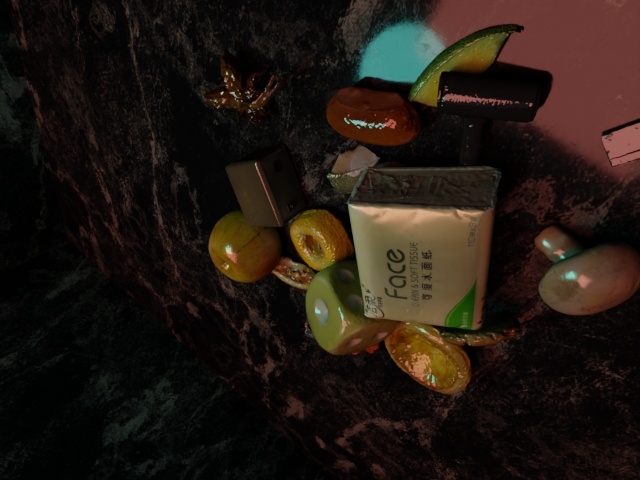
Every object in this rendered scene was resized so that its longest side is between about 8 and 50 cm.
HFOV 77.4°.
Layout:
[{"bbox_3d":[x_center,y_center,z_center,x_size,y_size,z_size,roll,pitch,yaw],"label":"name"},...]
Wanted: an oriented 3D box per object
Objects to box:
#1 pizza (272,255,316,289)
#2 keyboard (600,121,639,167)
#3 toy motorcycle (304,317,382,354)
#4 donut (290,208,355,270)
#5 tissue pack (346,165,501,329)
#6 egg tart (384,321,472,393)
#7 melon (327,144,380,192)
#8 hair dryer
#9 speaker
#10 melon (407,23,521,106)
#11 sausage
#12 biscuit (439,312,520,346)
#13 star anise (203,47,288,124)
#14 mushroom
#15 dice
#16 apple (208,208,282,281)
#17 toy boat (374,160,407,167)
[{"bbox_3d":[-0.107,0.132,1.600,0.271,0.056,0.134,27,143,21],"label":"pizza"},{"bbox_3d":[0.655,-0.207,0.728,0.231,0.023,0.072,-20,100,46],"label":"keyboard"},{"bbox_3d":[0.080,0.357,1.560,0.326,0.147,0.221,13,151,25],"label":"toy motorcycle"},{"bbox_3d":[0.002,0.001,1.375,0.253,0.118,0.253,37,150,26],"label":"donut"},{"bbox_3d":[0.267,0.026,1.033,0.332,0.205,0.404,5,130,22],"label":"tissue pack"},{"bbox_3d":[0.366,0.361,1.330,0.319,0.128,0.318,24,135,27],"label":"egg tart"},{"bbox_3d":[0.073,-0.197,1.161,0.202,0.140,0.093,-44,67,51],"label":"melon"},{"bbox_3d":[0.355,-0.251,0.898,0.197,0.089,0.251,11,144,16],"label":"hair dryer"},{"bbox_3d":[-0.180,-0.181,1.344,0.193,0.153,0.230,2,122,40],"label":"speaker"},{"bbox_3d":[0.306,-0.372,0.871,0.114,0.053,0.262,47,140,-11],"label":"melon"},{"bbox_3d":[0.130,-0.309,1.010,0.259,0.133,0.133,20,132,27],"label":"sausage"},{"bbox_3d":[0.443,0.249,1.116,0.226,0.226,0.042,-14,90,45],"label":"biscuit"},{"bbox_3d":[-0.210,-0.446,1.173,0.347,0.148,0.237,15,133,44],"label":"star anise"},{"bbox_3d":[0.589,0.072,0.900,0.207,0.209,0.206,-3,117,-7],"label":"mushroom"},{"bbox_3d":[0.102,0.217,1.301,0.238,0.233,0.226,65,146,32],"label":"dice"},{"bbox_3d":[-0.284,0.024,1.510,0.286,0.233,0.286,30,150,19],"label":"apple"},{"bbox_3d":[0.185,-0.135,1.136,0.155,0.085,0.227,21,141,3],"label":"toy boat"}]
